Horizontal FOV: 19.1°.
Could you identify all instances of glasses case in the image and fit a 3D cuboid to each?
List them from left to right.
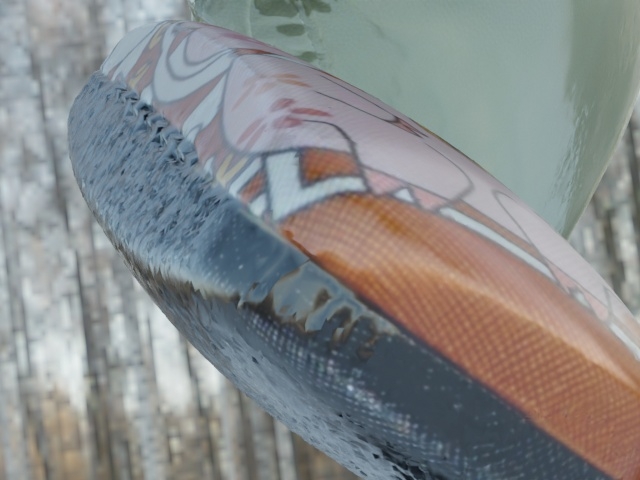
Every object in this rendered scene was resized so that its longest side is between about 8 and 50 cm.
[{"bbox_3d":[0.000,0.000,0.436,0.103,0.067,0.266,37,2,-18],"label":"glasses case"}]

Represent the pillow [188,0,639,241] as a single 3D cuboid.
[{"bbox_3d":[0.056,-0.091,0.740,0.120,0.255,0.322,21,-24,22],"label":"pillow"}]
